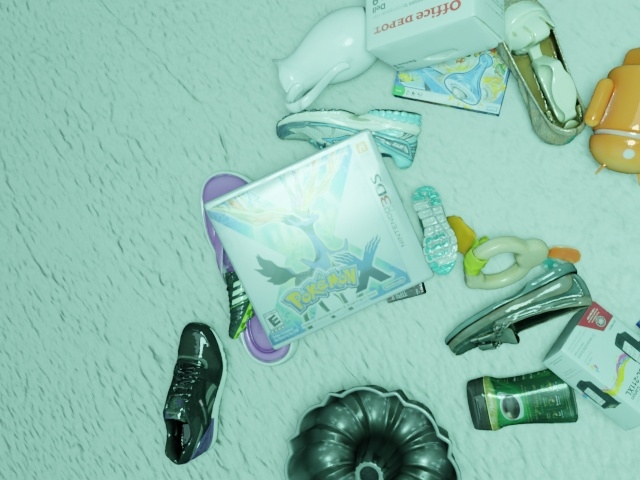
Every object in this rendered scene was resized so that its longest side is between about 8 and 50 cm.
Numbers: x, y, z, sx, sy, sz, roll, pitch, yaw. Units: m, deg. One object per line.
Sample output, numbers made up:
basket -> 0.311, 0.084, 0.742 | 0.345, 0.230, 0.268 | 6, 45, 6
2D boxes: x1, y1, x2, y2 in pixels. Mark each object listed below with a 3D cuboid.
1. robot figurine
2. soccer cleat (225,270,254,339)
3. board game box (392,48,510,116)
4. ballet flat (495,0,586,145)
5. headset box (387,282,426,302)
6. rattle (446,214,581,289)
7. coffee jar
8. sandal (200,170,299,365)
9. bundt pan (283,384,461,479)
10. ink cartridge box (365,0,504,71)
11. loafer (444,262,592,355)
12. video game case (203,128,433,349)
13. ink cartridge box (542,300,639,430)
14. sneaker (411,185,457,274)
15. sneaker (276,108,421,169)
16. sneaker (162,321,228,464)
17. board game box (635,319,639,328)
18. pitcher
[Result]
robot figurine -> 0.525, -0.205, 1.032 | 0.128, 0.158, 0.219 | 19, 97, 37
soccer cleat -> -0.153, 0.099, 1.194 | 0.072, 0.060, 0.178 | 17, 91, 5
board game box -> 0.247, -0.317, 1.159 | 0.201, 0.035, 0.136 | 14, 96, 16
ballet flat -> 0.372, -0.313, 1.059 | 0.108, 0.106, 0.316 | -28, 95, 3
headset box -> 0.155, 0.082, 1.204 | 0.083, 0.032, 0.062 | -16, 87, 15
rattle -> 0.348, 0.009, 1.144 | 0.200, 0.142, 0.130 | -16, 120, 2
coffee jar -> 0.359, 0.286, 1.124 | 0.185, 0.079, 0.096 | -11, 90, 16
sandal -> -0.141, 0.051, 1.256 | 0.169, 0.102, 0.416 | -22, 86, 16
bundt pan -> 0.104, 0.424, 1.185 | 0.331, 0.124, 0.330 | 1, 92, 16
ink cartridge box -> 0.193, -0.464, 1.070 | 0.211, 0.122, 0.289 | -7, 79, 39
loafer -> 0.344, 0.141, 1.100 | 0.267, 0.096, 0.084 | -37, 63, 21
video game case -> 0.000, 0.000, 1.141 | 0.329, 0.036, 0.299 | -25, 98, 1
ink cartridge box -> 0.489, 0.210, 1.055 | 0.175, 0.072, 0.127 | 40, 61, 12
sneaker -> 0.216, -0.016, 1.156 | 0.065, 0.076, 0.166 | -12, 78, 13
sneaker -> 0.047, -0.187, 1.189 | 0.283, 0.110, 0.122 | 4, 96, 17
sneaker -> -0.261, 0.312, 1.270 | 0.107, 0.124, 0.283 | 1, 92, 16
board game box -> 0.741, 0.165, 1.004 | 0.347, 0.078, 0.233 | 39, 102, 12
pitcher -> 0.015, -0.331, 1.166 | 0.207, 0.125, 0.177 | -28, 44, 18
